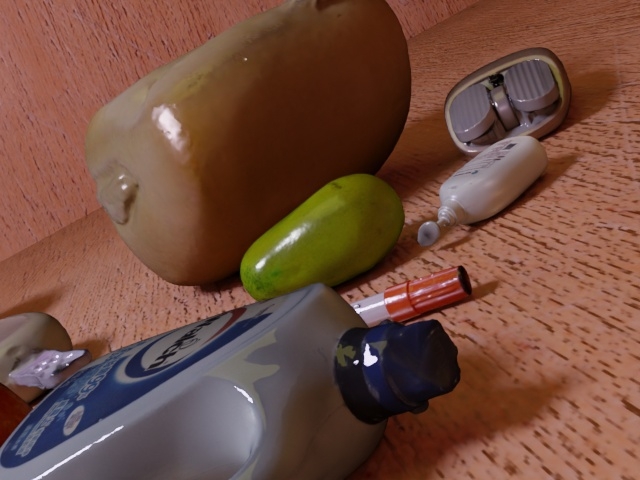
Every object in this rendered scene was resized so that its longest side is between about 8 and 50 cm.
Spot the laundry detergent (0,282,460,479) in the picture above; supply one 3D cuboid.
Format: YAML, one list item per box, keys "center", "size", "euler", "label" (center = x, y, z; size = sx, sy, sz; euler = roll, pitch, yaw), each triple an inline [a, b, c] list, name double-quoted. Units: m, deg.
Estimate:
- center: [-0.053, 0.110, 0.564]
  size: [0.280, 0.105, 0.215]
  euler: [-17, 16, 33]
  label: "laundry detergent"

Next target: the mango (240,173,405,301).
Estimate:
- center: [0.001, -0.002, 0.903]
  size: [0.163, 0.089, 0.117]
  euler: [-26, 13, 12]
  label: "mango"

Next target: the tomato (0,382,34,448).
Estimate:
- center: [-0.316, 0.177, 0.760]
  size: [0.200, 0.139, 0.233]
  euler: [-29, 11, -33]
  label: "tomato"

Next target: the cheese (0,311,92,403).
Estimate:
- center: [-0.337, 0.140, 1.067]
  size: [0.163, 0.082, 0.286]
  euler: [-38, 17, -33]
  label: "cheese"

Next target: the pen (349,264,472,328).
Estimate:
- center: [0.010, 0.067, 0.761]
  size: [0.239, 0.028, 0.028]
  euler: [-21, 15, 29]
  label: "pen"

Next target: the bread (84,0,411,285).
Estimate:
- center: [-0.087, -0.118, 1.158]
  size: [0.376, 0.253, 0.348]
  euler: [-34, 10, -31]
  label: "bread"

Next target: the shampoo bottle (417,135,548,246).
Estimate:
- center: [0.142, -0.043, 0.872]
  size: [0.077, 0.045, 0.152]
  euler: [-9, 21, 49]
  label: "shampoo bottle"

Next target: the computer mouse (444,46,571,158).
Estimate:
- center: [0.214, -0.165, 1.110]
  size: [0.145, 0.082, 0.236]
  euler: [-23, 13, 19]
  label: "computer mouse"
